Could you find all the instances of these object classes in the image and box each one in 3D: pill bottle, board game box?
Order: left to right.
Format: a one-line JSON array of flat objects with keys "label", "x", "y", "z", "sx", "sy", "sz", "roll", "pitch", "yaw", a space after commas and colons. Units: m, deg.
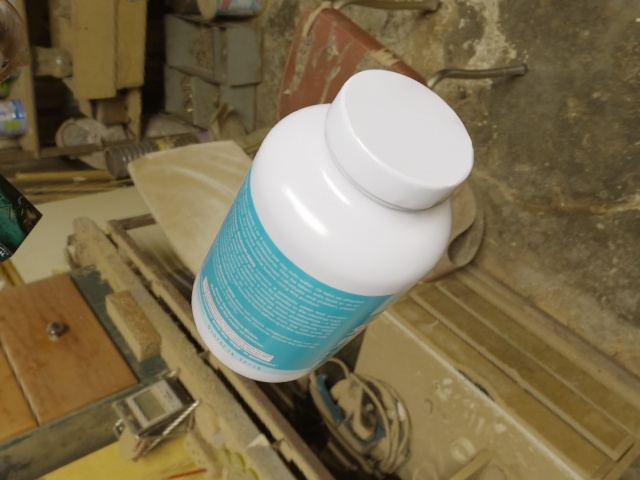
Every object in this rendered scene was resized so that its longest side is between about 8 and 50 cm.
[{"label": "board game box", "x": -0.507, "y": -0.070, "z": 0.818, "sx": 0.186, "sy": 0.026, "sz": 0.126, "roll": 54, "pitch": -165, "yaw": -28}, {"label": "pill bottle", "x": 0.000, "y": 0.000, "z": 0.426, "sx": 0.146, "sy": 0.146, "sz": 0.264, "roll": 59, "pitch": 143, "yaw": 17}]

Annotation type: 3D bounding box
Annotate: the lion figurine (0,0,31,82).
[{"label": "lion figurine", "x": -0.510, "y": -0.252, "z": 0.530, "sx": 0.240, "sy": 0.392, "sz": 0.142, "roll": 112, "pitch": 153, "yaw": -61}]
